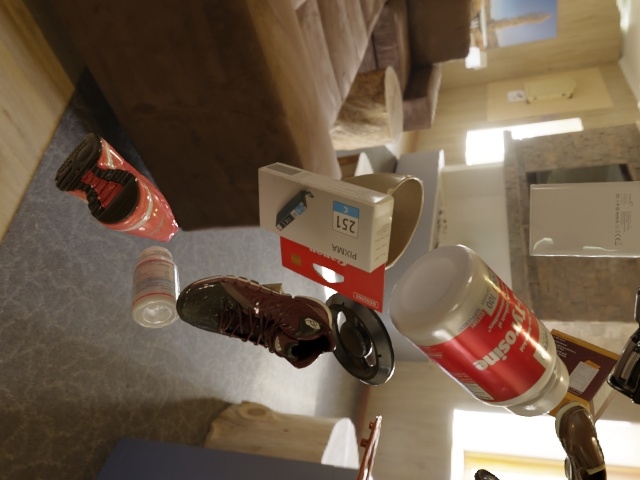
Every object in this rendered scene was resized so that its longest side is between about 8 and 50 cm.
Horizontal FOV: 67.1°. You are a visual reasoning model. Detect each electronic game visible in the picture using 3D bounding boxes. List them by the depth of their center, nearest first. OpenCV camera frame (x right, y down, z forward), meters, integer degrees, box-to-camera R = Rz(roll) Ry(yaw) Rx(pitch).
[{"bbox_3d":[0.082,0.223,1.102,0.048,0.229,0.229,-22,111,-33],"label":"electronic game"}]

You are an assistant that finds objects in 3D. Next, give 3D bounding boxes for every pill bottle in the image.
[{"bbox_3d":[-0.323,0.087,0.949,0.160,0.087,0.087,-112,178,-47],"label":"pill bottle"},{"bbox_3d":[0.360,0.214,1.063,0.408,0.229,0.229,41,41,-22],"label":"pill bottle"}]

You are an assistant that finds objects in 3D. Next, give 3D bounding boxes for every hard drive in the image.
[{"bbox_3d":[0.776,-0.060,1.386,0.040,0.319,0.210,-11,101,-69],"label":"hard drive"}]

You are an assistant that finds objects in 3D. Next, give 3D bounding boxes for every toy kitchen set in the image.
[{"bbox_3d":[-0.153,0.180,1.478,0.083,0.075,0.068,-71,155,-70],"label":"toy kitchen set"}]

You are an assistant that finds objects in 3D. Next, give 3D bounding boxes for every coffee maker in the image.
[{"bbox_3d":[0.563,0.175,0.745,0.120,0.171,0.178,-21,123,-52],"label":"coffee maker"}]

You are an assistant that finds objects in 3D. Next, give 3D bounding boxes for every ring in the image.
[{"bbox_3d":[0.106,0.631,1.278,0.337,0.032,0.336,12,90,-75],"label":"ring"}]

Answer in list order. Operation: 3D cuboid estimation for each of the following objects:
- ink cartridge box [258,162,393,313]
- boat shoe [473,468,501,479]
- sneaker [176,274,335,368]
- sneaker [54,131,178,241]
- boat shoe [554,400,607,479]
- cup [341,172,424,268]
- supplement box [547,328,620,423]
[{"bbox_3d":[0.000,0.000,0.982,0.066,0.296,0.260,-27,128,-43],"label":"ink cartridge box"},{"bbox_3d":[0.452,0.605,1.140,0.075,0.206,0.064,-1,109,-29],"label":"boat shoe"},{"bbox_3d":[-0.100,0.140,0.811,0.162,0.282,0.106,-126,-134,-69],"label":"sneaker"},{"bbox_3d":[-0.362,-0.083,0.863,0.116,0.314,0.136,-50,142,-3],"label":"sneaker"},{"bbox_3d":[0.614,0.487,1.108,0.095,0.095,0.257,-122,-171,-68],"label":"boat shoe"},{"bbox_3d":[0.164,-0.095,1.629,0.331,0.237,0.330,-36,140,-38],"label":"cup"},{"bbox_3d":[0.687,0.383,1.334,0.194,0.191,0.129,-39,125,-23],"label":"supplement box"}]
